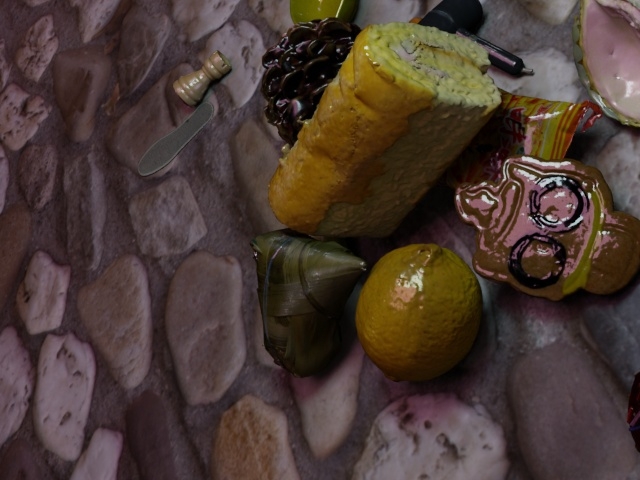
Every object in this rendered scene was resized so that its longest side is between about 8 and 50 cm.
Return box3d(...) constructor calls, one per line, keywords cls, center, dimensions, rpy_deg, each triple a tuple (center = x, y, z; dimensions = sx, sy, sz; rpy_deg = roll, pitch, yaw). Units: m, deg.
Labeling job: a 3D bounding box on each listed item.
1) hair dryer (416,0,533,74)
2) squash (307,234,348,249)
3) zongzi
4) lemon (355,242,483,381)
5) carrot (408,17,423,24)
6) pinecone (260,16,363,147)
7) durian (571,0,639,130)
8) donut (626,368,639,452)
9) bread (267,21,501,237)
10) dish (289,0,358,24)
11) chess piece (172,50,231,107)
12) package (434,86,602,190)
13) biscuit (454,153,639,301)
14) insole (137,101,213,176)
box3d(cls="hair dryer", center=(0.269, -0.333, 1.812), dimensions=(0.219, 0.071, 0.124), rpy_deg=(36, 67, 29))
box3d(cls="squash", center=(0.000, 0.000, 1.876), dimensions=(0.095, 0.095, 0.187), rpy_deg=(-26, 56, 30))
box3d(cls="zongzi", center=(0.004, 0.119, 1.724), dimensions=(0.274, 0.125, 0.250), rpy_deg=(16, 119, 53))
box3d(cls="lemon", center=(0.145, 0.109, 1.624), dimensions=(0.188, 0.188, 0.256), rpy_deg=(52, 139, 42))
box3d(cls="carrot", center=(0.212, -0.306, 1.871), dimensions=(0.043, 0.043, 0.247), rpy_deg=(-42, 51, 18))
box3d(cls="pinecone", center=(0.019, -0.262, 1.875), dimensions=(0.243, 0.244, 0.257), rpy_deg=(-63, 28, -1))
box3d(cls="durian", center=(0.466, -0.258, 1.565), dimensions=(0.305, 0.186, 0.195), rpy_deg=(39, 124, 37))
box3d(cls="donut", center=(0.490, 0.211, 1.360), dimensions=(0.235, 0.089, 0.235), rpy_deg=(-19, 59, 35))
box3d(cls="bread", center=(0.082, -0.156, 1.656), dimensions=(0.375, 0.237, 0.165), rpy_deg=(125, 143, -47))
box3d(cls="dish", center=(0.016, -0.466, 2.087), dimensions=(0.149, 0.080, 0.207), rpy_deg=(-34, 53, 29))
box3d(cls="chess piece", center=(-0.244, -0.340, 2.266), dimensions=(0.122, 0.066, 0.066), rpy_deg=(-37, 50, 15))
box3d(cls="package", center=(0.284, -0.147, 1.686), dimensions=(0.288, 0.108, 0.223), rpy_deg=(29, 105, 37))
box3d(cls="biscuit", center=(0.325, -0.021, 1.565), dimensions=(0.290, 0.041, 0.208), rpy_deg=(20, 93, 21))
box3d(cls="insole", center=(-0.308, -0.212, 2.297), dimensions=(0.232, 0.003, 0.080), rpy_deg=(-38, 50, 21))
